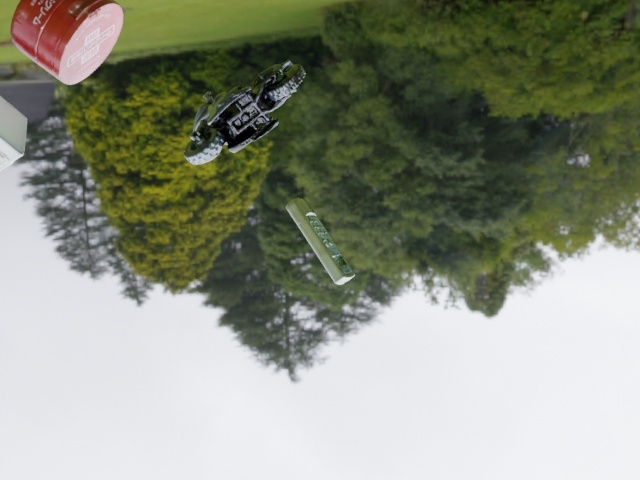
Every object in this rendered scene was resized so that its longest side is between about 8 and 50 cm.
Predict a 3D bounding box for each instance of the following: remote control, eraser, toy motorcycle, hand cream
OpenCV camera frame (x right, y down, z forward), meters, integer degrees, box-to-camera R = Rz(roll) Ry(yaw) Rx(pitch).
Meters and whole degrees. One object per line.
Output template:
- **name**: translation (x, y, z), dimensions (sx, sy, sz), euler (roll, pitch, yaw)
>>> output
- **remote control**: translation (0.000, 0.000, 1.785), dimensions (0.038, 0.234, 0.098), euler (-35, 170, 18)
- **eraser**: translation (-0.765, -0.226, 1.584), dimensions (0.396, 0.213, 0.082), euler (-13, -139, 48)
- **toy motorcycle**: translation (-0.147, -0.245, 1.396), dimensions (0.270, 0.106, 0.159), euler (-38, -153, 3)
- **hand cream**: translation (-0.483, -0.409, 1.427), dimensions (0.125, 0.193, 0.193), euler (34, -159, 1)
